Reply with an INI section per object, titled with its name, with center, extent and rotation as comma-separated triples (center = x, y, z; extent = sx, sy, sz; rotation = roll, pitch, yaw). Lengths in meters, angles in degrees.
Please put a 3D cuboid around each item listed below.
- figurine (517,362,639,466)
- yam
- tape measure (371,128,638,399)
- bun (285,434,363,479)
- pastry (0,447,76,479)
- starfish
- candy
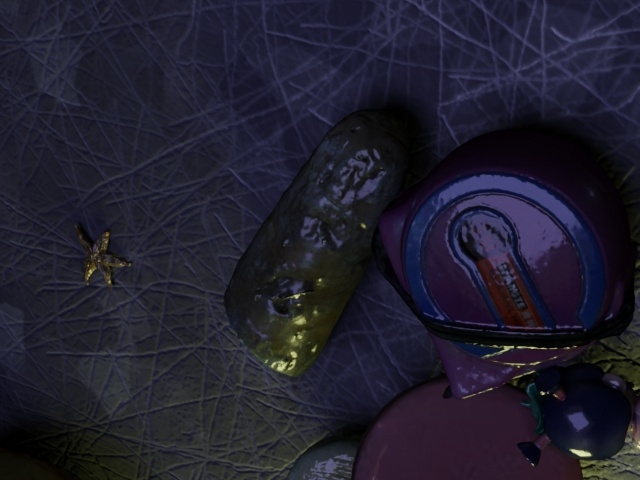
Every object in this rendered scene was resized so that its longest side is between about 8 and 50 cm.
[figurine]
center = 0.295, 0.167, 1.432
extent = 0.195, 0.102, 0.111
rotation = 5, 115, 11
[yam]
center = 0.000, 0.000, 1.537
extent = 0.133, 0.133, 0.330
rotation = 38, 124, 10
[tape measure]
center = 0.179, 0.014, 1.412
extent = 0.245, 0.149, 0.231
rotation = -20, 102, 27
[bun]
center = 0.067, 0.314, 1.661
extent = 0.221, 0.108, 0.221
rotation = 7, 106, 25
[pastry]
center = -0.423, 0.449, 1.885
extent = 0.388, 0.312, 0.388
rotation = 6, 104, 26
[starfish]
center = -0.276, 0.020, 1.779
extent = 0.086, 0.016, 0.092
rotation = 43, 129, 9
[candy]
center = 0.145, 0.262, 1.525
extent = 0.255, 0.094, 0.255
rotation = 0, 87, 1
